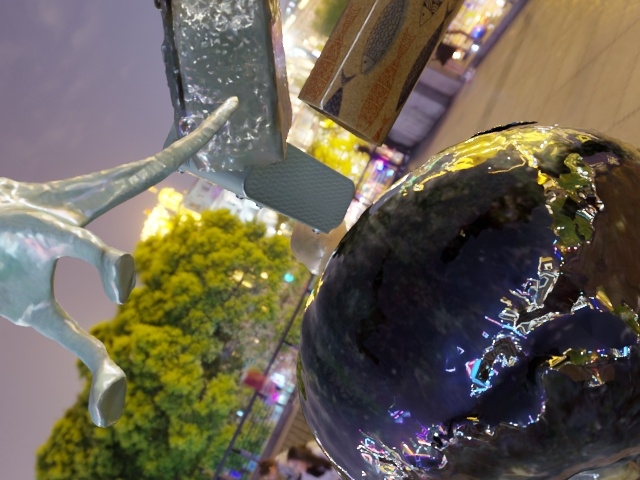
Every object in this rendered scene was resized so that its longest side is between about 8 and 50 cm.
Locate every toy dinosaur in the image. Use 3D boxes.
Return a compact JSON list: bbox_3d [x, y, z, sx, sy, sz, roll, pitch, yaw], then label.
[{"bbox_3d":[-0.185,0.008,0.416,0.392,0.206,0.092,-56,-24,-20],"label":"toy dinosaur"}]

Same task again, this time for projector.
[{"bbox_3d":[-0.095,-0.106,0.986,0.250,0.198,0.108,21,-87,-54],"label":"projector"}]

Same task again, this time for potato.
[{"bbox_3d":[0.001,0.001,1.122,0.112,0.112,0.147,118,150,-42],"label":"potato"}]

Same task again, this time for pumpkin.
[{"bbox_3d":[0.196,0.096,0.636,0.454,0.455,0.343,-62,39,36],"label":"pumpkin"}]

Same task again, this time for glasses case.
[{"bbox_3d":[0.056,-0.143,0.369,0.065,0.041,0.169,22,-80,-49],"label":"glasses case"}]

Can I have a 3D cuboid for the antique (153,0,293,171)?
[{"bbox_3d":[-0.106,-0.231,0.692,0.150,0.125,0.284,-88,-5,-54],"label":"antique"}]
